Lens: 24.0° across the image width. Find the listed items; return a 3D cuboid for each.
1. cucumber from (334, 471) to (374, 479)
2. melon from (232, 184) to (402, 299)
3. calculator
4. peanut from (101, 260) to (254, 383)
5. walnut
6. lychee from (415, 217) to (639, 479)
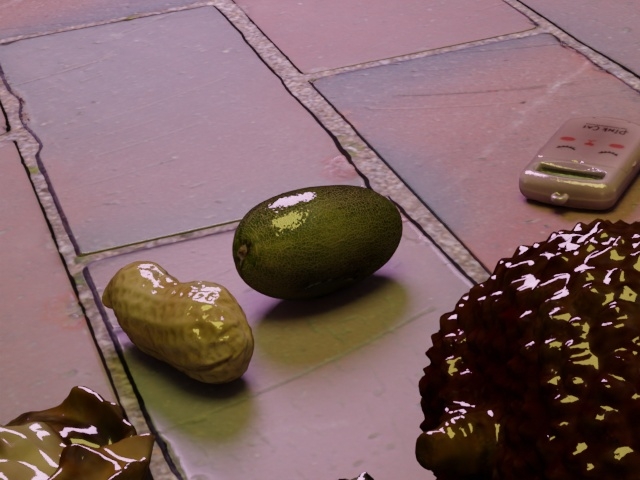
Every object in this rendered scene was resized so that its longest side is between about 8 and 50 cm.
[{"bbox_3d":[0.064,0.233,0.901,0.067,0.067,0.245,-16,31,-19],"label":"cucumber"},{"bbox_3d":[0.000,0.000,1.314,0.162,0.099,0.099,-12,27,-29],"label":"melon"},{"bbox_3d":[0.264,-0.076,1.484,0.100,0.032,0.175,10,32,26],"label":"calculator"},{"bbox_3d":[-0.115,0.063,1.237,0.080,0.080,0.174,-26,35,-34],"label":"peanut"},{"bbox_3d":[-0.218,0.179,0.974,0.238,0.141,0.204,14,22,36],"label":"walnut"},{"bbox_3d":[0.189,0.115,0.888,0.304,0.276,0.276,5,21,-29],"label":"lychee"}]
